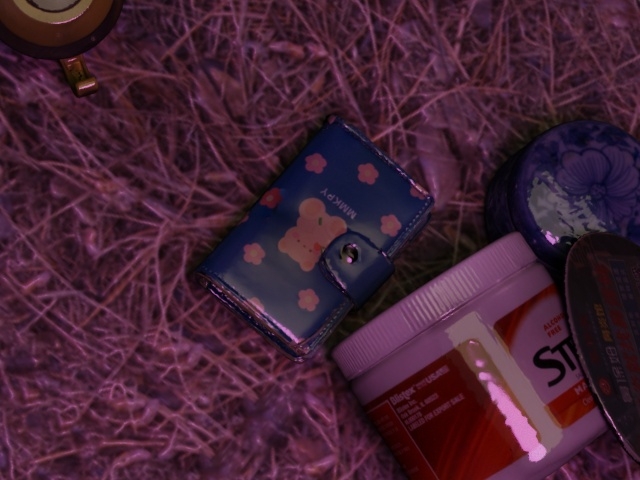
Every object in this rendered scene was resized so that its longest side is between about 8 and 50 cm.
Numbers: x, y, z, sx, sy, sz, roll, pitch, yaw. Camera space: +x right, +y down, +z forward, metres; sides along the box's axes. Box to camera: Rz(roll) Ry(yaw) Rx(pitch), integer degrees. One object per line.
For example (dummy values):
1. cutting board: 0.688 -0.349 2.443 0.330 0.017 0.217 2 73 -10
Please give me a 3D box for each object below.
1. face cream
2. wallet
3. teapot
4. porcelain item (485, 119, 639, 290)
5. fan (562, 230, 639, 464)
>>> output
1. face cream: 0.139 0.120 1.568 0.201 0.201 0.187 -31 85 -17
2. wallet: 0.000 0.000 1.641 0.141 0.059 0.202 41 72 -2
3. teapot: -0.234 -0.206 1.609 0.130 0.119 0.165 -18 90 -10
4. porcelain item: 0.235 -0.032 1.669 0.147 0.114 0.147 3 78 -12
5. fan: 0.301 0.078 1.588 0.223 0.012 0.294 55 41 -1
